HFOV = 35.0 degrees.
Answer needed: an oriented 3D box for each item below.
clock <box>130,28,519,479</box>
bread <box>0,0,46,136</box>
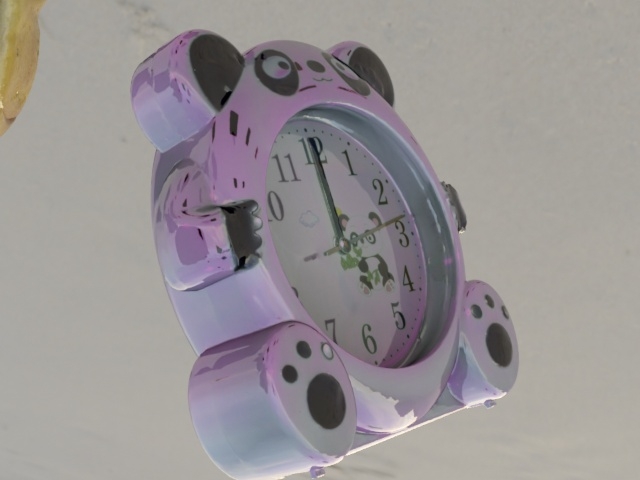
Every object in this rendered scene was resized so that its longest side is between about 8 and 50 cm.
[{"bbox_3d":[0.000,0.000,0.595,0.090,0.248,0.227,-25,169,40],"label":"clock"},{"bbox_3d":[-0.398,-0.271,1.205,0.132,0.295,0.167,17,-174,-4],"label":"bread"}]
